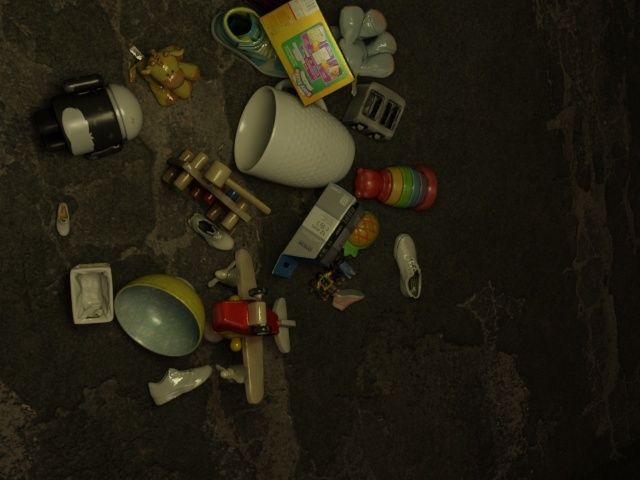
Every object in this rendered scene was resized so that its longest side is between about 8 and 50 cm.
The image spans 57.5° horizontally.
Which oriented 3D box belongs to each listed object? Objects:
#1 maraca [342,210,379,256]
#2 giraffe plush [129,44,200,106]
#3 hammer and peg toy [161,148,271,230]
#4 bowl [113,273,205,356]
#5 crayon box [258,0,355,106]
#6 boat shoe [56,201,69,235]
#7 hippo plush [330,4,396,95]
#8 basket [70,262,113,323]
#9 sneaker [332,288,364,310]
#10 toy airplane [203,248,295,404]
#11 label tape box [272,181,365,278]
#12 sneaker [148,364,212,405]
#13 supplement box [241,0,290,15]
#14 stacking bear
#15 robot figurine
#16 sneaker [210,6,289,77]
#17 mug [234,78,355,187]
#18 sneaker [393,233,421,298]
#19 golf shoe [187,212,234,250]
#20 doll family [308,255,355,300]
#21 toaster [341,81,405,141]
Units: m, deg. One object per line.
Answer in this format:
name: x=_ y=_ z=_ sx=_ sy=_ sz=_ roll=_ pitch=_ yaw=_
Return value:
maraca: x=0.134 y=-0.024 z=2.101 sx=0.186 sy=0.099 sz=0.127 roll=-45 pitch=99 yaw=-14
giraffe plush: x=-0.448 y=-0.496 z=1.690 sx=0.210 sy=0.170 sz=0.181 roll=28 pitch=88 yaw=-27
hammer and peg toy: x=-0.316 y=-0.140 z=1.719 sx=0.266 sy=0.361 sz=0.127 roll=43 pitch=81 yaw=-27
bowl: x=-0.470 y=0.203 z=1.811 sx=0.289 sy=0.289 sz=0.156 roll=59 pitch=31 yaw=-23
crayon box: x=-0.034 y=-0.545 z=1.663 sx=0.165 sy=0.081 sz=0.278 roll=-25 pitch=108 yaw=13
boat shoe: x=-0.753 y=-0.061 z=1.709 sx=0.035 sy=0.035 sz=0.100 roll=1 pitch=99 yaw=-26
hippo plush: x=0.092 y=-0.591 z=1.895 sx=0.234 sy=0.236 sz=0.294 roll=20 pitch=85 yaw=-27
basket: x=-0.681 y=0.153 z=1.744 sx=0.113 sy=0.103 sz=0.167 roll=-3 pitch=100 yaw=-19
sneaker: x=0.098 y=0.222 z=2.167 sx=0.134 sy=0.051 sz=0.070 roll=2 pitch=118 yaw=-36
toy airplane: x=-0.245 y=0.269 z=1.889 sx=0.272 sy=0.386 sz=0.384 roll=-11 pitch=118 yaw=10
label tape box: x=0.000 y=0.000 z=1.948 sx=0.115 sy=0.249 sz=0.348 roll=32 pitch=89 yaw=14
sneaker: x=-0.465 y=0.455 z=1.933 sx=0.212 sy=0.080 sz=0.094 roll=-27 pitch=99 yaw=-17
supplement box: x=-0.139 y=-0.740 z=1.750 sx=0.130 sy=0.239 sz=0.073 roll=26 pitch=88 yaw=-28
stacking bear: x=0.256 y=-0.196 z=2.102 sx=0.289 sy=0.164 sz=0.175 roll=3 pitch=99 yaw=-21
robot figurine: x=-0.642 y=-0.339 z=1.633 sx=0.278 sy=0.209 sz=0.174 roll=-21 pitch=87 yaw=-20
sneaker: x=-0.173 y=-0.593 z=1.770 sx=0.319 sy=0.208 sz=0.127 roll=20 pitch=93 yaw=-21
mug: x=-0.068 y=-0.350 z=1.872 sx=0.328 sy=0.276 sz=0.374 roll=14 pitch=64 yaw=-32
sneaker: x=0.346 y=0.100 z=2.233 sx=0.094 sy=0.091 sz=0.258 roll=-18 pitch=108 yaw=-21
golf shoe: x=-0.346 y=-0.018 z=1.884 sx=0.176 sy=0.086 sz=0.069 roll=36 pitch=82 yaw=-28
doll family: x=0.038 y=0.127 z=2.107 sx=0.193 sy=0.076 sz=0.111 roll=-47 pitch=111 yaw=-15
toaster: x=0.190 y=-0.456 z=2.037 sx=0.168 sy=0.110 sz=0.186 roll=23 pitch=90 yaw=-28
